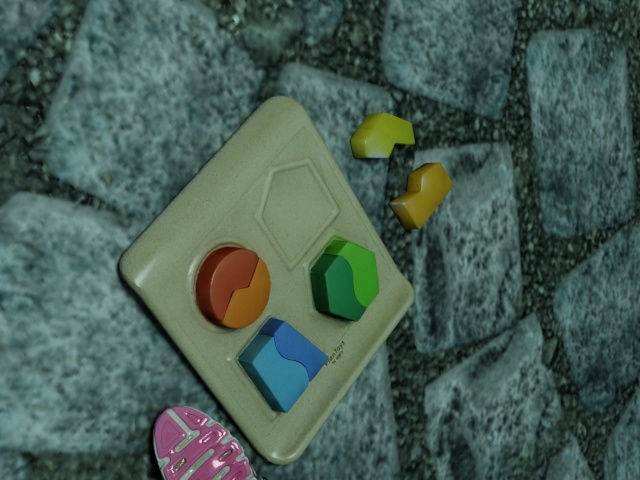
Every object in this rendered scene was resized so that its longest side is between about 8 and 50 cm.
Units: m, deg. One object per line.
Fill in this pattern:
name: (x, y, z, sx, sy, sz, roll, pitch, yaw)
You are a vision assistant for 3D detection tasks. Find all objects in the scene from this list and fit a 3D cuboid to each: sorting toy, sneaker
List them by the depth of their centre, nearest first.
sneaker: (-0.069, 0.195, 0.900, 0.063, 0.075, 0.170, -44, 97, -12)
sorting toy: (0.000, 0.000, 0.962, 0.307, 0.041, 0.229, -51, 122, -28)
